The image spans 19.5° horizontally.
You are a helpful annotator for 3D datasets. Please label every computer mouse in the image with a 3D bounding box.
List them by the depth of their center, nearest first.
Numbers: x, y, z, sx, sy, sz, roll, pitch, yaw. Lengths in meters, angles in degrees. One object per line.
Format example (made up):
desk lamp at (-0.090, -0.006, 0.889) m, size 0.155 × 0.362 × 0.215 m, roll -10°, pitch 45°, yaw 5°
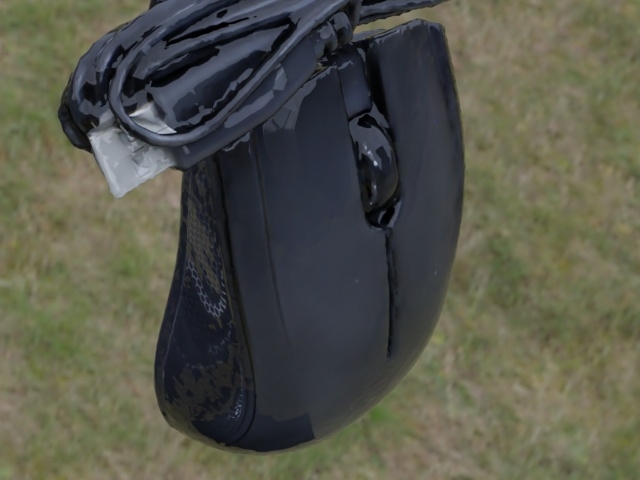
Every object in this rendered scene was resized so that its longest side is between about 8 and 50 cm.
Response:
computer mouse at (0.000, 0.000, 0.675) m, size 0.188 × 0.272 × 0.072 m, roll -36°, pitch 62°, yaw -28°
